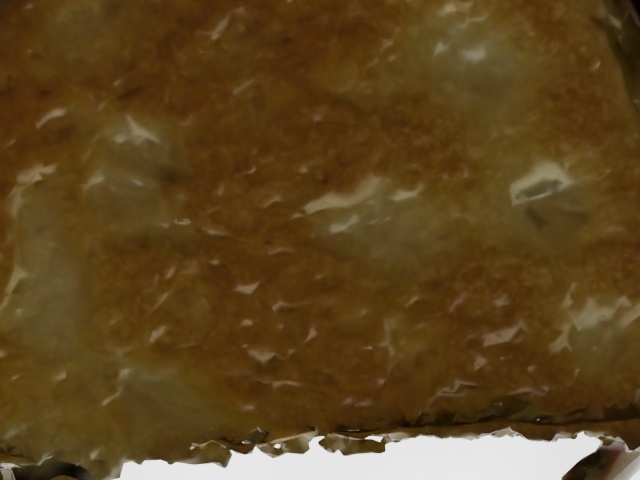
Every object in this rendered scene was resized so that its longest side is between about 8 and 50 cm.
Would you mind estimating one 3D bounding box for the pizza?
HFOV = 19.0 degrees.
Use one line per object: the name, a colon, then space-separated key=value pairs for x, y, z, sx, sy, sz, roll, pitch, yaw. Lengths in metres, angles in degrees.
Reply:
pizza: x=0.000 y=0.000 z=0.523 sx=0.251 sy=0.074 sz=0.288 roll=37 pitch=-88 yaw=-7
